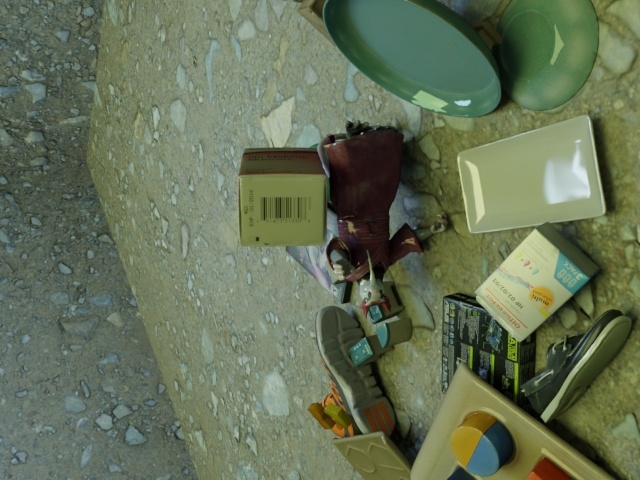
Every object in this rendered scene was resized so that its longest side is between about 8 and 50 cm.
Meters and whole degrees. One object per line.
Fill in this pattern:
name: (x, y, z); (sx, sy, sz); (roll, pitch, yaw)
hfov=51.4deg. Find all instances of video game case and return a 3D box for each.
video game case: (0.000, 0.000, 1.593); (0.274, 0.026, 0.195); (40, 130, 47)

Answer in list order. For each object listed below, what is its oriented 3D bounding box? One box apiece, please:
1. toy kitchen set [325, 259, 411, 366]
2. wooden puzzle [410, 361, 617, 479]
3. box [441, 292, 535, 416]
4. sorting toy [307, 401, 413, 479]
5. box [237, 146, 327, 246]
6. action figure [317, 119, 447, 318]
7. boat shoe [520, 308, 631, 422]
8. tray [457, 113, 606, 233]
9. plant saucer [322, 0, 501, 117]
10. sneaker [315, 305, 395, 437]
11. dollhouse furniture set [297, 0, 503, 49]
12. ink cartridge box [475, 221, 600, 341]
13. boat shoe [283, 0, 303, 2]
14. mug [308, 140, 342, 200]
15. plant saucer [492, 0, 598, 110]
toy kitchen set: (0.075, 0.147, 1.411); (0.166, 0.122, 0.207); (-49, 56, 52)
wooden puzzle: (0.299, 0.423, 1.100); (0.348, 0.081, 0.322); (40, 133, 33)
box: (0.287, 0.203, 1.156); (0.184, 0.045, 0.190); (13, 108, 54)
sorting toy: (0.115, 0.448, 1.395); (0.307, 0.041, 0.229); (50, 148, -5)
box: (-0.070, -0.085, 1.192); (0.232, 0.149, 0.126); (-104, 14, -70)
action figure: (0.068, -0.035, 1.260); (0.276, 0.248, 0.369); (6, 100, 59)
boat shoe: (0.368, 0.176, 0.979); (0.079, 0.084, 0.233); (56, 144, 34)
tray: (0.323, -0.094, 1.035); (0.270, 0.030, 0.145); (-10, 90, 59)
plant saucer: (0.150, -0.306, 1.064); (0.318, 0.318, 0.043); (17, 75, 56)
sneaker: (0.038, 0.319, 1.513); (0.180, 0.125, 0.320); (-44, 60, 52)
dollhouse furniture set: (0.110, -0.449, 1.096); (0.356, 0.303, 0.173); (16, 74, 59)
ink cartridge box: (0.312, 0.073, 1.003); (0.104, 0.062, 0.181); (47, 125, 18)
boat shoe: (-0.029, -0.627, 1.405); (0.302, 0.103, 0.113); (-53, 53, 50)
mug: (0.012, -0.139, 1.467); (0.129, 0.098, 0.157); (34, 125, 50)
plant saucer: (0.318, -0.290, 0.989); (0.195, 0.038, 0.194); (22, 116, 56)
